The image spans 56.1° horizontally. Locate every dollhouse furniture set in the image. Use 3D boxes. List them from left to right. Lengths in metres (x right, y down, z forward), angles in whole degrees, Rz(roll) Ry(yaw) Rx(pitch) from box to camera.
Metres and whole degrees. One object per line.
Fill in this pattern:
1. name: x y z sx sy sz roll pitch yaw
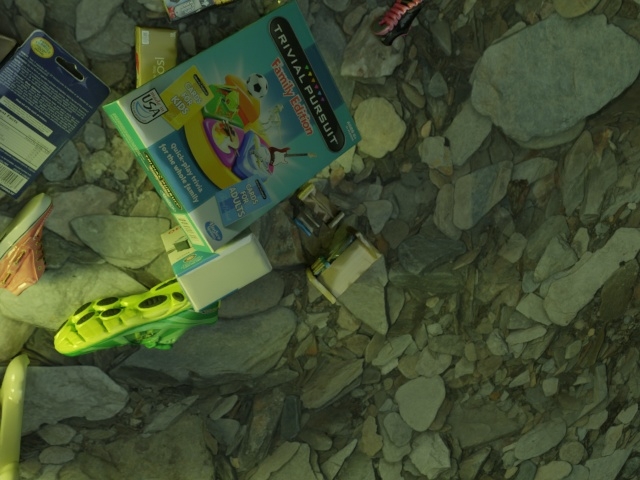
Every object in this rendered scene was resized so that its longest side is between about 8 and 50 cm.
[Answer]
1. dollhouse furniture set: 0.000 0.000 1.146 0.129 0.129 0.184 -45 98 0

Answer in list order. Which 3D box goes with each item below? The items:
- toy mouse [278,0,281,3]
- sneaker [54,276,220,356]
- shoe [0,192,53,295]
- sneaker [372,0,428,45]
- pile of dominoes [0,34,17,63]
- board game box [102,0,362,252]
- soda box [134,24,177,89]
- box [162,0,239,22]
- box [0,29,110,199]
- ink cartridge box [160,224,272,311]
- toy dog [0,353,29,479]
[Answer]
1. toy mouse: -0.071 -0.485 0.938 0.143 0.031 0.161 36 94 -32
2. sneaker: -0.316 0.154 1.061 0.295 0.109 0.124 -16 124 -10
3. shoe: -0.466 0.008 0.963 0.178 0.063 0.081 -47 123 7
4. sneaker: 0.148 -0.395 1.072 0.119 0.047 0.057 -40 137 1
5. pile of dominoes: -0.503 -0.218 0.874 0.196 0.040 0.251 -48 130 2
6. board game box: -0.119 -0.182 0.941 0.336 0.079 0.254 -40 114 -25
7. soda box: -0.259 -0.240 0.943 0.058 0.061 0.182 -3 113 -23
8. box: -0.184 -0.403 0.925 0.137 0.027 0.094 -22 118 -13
9. box: -0.434 -0.185 0.883 0.225 0.036 0.136 -47 130 2
10. ink cartridge box: -0.181 0.020 1.015 0.139 0.190 0.082 -30 119 -10
11. toy dog: -0.689 0.346 0.919 0.407 0.285 0.395 9 138 -27
